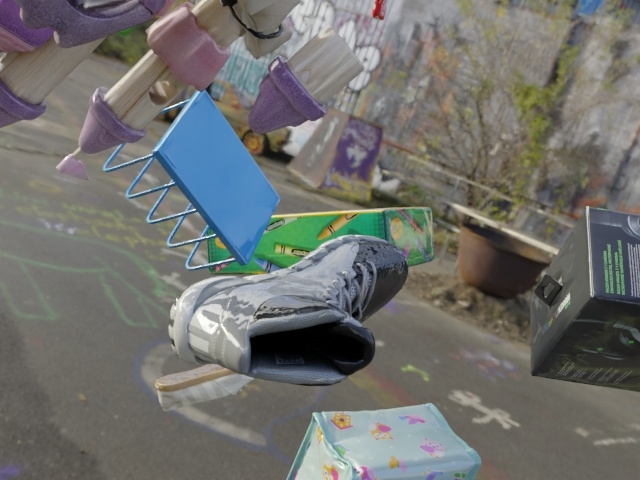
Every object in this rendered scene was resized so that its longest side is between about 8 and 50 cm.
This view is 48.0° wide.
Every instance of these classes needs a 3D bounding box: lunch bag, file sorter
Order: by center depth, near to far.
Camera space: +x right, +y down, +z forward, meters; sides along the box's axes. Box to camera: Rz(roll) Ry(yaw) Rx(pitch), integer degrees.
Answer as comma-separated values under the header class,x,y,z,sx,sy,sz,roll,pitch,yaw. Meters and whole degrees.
class,x,y,z,sx,sy,sz,roll,pitch,yaw
file sorter,-0.148,-0.063,0.838,0.104,0.118,0.170,-12,-52,33
lunch bag,0.066,0.373,0.995,0.223,0.262,0.160,5,23,-32

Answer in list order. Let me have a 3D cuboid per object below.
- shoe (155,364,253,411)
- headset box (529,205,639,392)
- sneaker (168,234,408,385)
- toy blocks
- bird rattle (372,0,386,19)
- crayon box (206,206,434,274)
class,x,y,z,sx,sy,sz,roll,pitch,yaw
shoe,-0.194,0.262,1.328,0.218,0.058,0.076,-10,7,-24
headset box,0.423,0.092,0.927,0.282,0.131,0.246,8,-32,3
sneaker,0.014,0.059,0.543,0.228,0.086,0.132,-17,20,-36
toy blocks,-0.168,-0.155,0.492,0.309,0.260,0.288,58,14,28
bird rattle,0.154,-0.405,1.015,0.143,0.207,0.253,51,-4,-8
crayon box,0.000,0.000,1.009,0.278,0.081,0.165,-2,2,29
